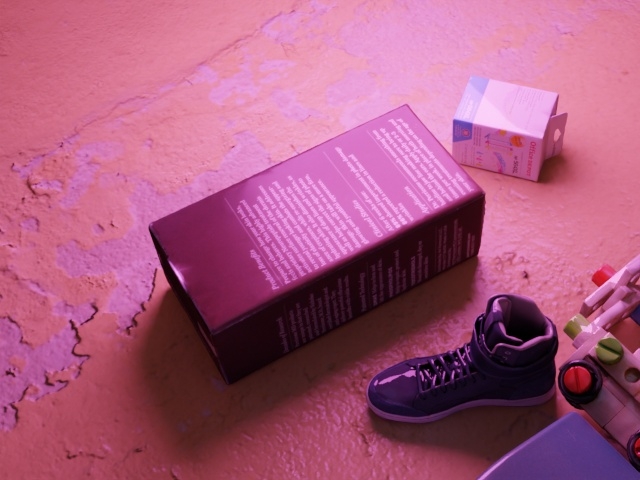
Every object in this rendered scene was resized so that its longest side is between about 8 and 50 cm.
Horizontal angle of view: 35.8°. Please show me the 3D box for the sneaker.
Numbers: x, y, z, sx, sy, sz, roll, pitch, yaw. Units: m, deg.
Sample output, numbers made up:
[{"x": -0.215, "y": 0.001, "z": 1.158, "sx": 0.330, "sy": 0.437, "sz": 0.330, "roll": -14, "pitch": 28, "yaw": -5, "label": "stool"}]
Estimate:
[{"x": 0.159, "y": 0.132, "z": 1.122, "sx": 0.226, "sy": 0.163, "sz": 0.086, "roll": -9, "pitch": 54, "yaw": 1, "label": "sneaker"}]

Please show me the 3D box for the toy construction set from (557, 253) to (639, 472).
[{"x": 0.393, "y": 0.146, "z": 1.092, "sx": 0.215, "sy": 0.151, "sz": 0.328, "roll": -44, "pitch": 50, "yaw": 2, "label": "toy construction set"}]

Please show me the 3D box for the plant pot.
[{"x": 0.191, "y": 0.304, "z": 0.932, "sx": 0.234, "sy": 0.166, "sz": 0.166, "roll": -14, "pitch": 47, "yaw": -38, "label": "plant pot"}]

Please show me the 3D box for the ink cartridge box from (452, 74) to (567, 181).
[{"x": 0.263, "y": -0.153, "z": 1.369, "sx": 0.143, "sy": 0.092, "sz": 0.090, "roll": 15, "pitch": 56, "yaw": 17, "label": "ink cartridge box"}]

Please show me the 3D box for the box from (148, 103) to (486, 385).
[{"x": 0.000, "y": 0.000, "z": 1.255, "sx": 0.381, "sy": 0.143, "sz": 0.191, "roll": -25, "pitch": 55, "yaw": -15, "label": "box"}]
